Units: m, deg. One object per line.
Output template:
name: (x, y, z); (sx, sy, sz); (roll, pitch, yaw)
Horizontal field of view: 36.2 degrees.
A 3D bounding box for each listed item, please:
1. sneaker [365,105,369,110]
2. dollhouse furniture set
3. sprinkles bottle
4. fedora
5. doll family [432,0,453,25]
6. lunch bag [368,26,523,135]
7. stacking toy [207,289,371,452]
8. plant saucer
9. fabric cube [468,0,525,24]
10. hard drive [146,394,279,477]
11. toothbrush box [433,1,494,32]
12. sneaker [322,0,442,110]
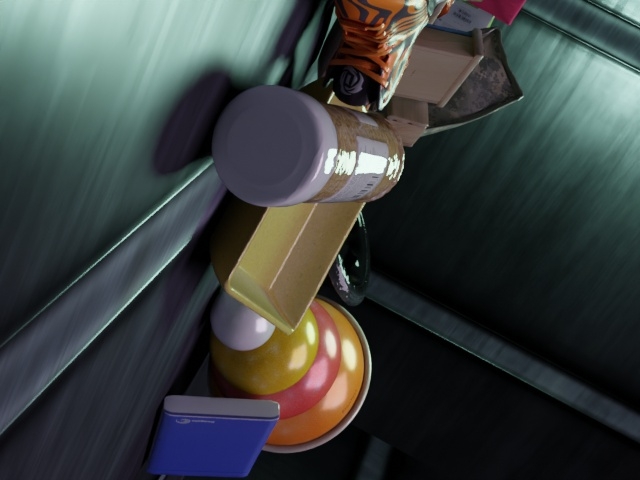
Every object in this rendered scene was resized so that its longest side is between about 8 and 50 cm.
sneaker: (0.060, -0.271, 1.659); (0.215, 0.083, 0.084); (-63, -178, 36)
dollhouse furniture set: (0.097, -0.354, 1.479); (0.286, 0.198, 0.303); (127, -32, -59)
sprinkles bottle: (0.000, -0.100, 1.119); (0.121, 0.121, 0.355); (-62, 165, 11)
fedora: (0.000, 0.000, 2.168); (0.334, 0.152, 0.334); (-11, 90, -74)
doll family: (0.148, -0.437, 1.716); (0.263, 0.118, 0.163); (-28, 158, -52)
lunch bag: (0.189, -0.276, 1.830); (0.287, 0.169, 0.235); (-24, -171, -6)
stacking toy: (-0.099, 0.191, 1.879); (0.350, 0.350, 0.480); (-61, 160, -17)
plant saucer: (-0.037, -0.052, 1.416); (0.333, 0.081, 0.333); (-61, 160, -8)
fabric cube: (0.415, -0.708, 2.249); (0.254, 0.259, 0.258); (-62, 180, -18)
hard drive: (-0.215, 0.386, 1.897); (0.319, 0.210, 0.040); (115, -23, -55)
toothbrush box: (0.214, -0.396, 2.094); (0.122, 0.206, 0.283); (-61, 177, -34)
sneaker: (0.062, -0.240, 1.152); (0.180, 0.124, 0.321); (-66, 164, 15)
